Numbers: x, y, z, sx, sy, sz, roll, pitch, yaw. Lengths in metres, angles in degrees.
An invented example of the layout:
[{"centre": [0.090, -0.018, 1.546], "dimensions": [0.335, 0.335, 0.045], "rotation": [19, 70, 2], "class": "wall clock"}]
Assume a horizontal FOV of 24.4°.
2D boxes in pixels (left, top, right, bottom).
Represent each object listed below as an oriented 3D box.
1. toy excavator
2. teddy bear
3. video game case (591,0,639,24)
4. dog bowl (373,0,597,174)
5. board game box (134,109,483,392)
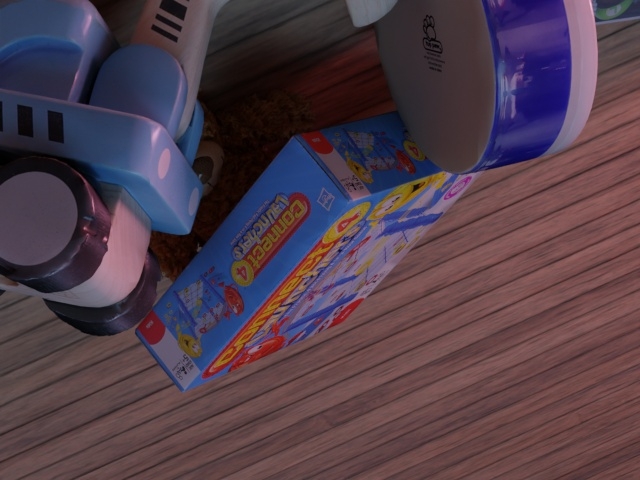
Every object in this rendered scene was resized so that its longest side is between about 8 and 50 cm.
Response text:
[{"centre": [-0.171, -0.147, 1.319], "dimensions": [0.433, 0.445, 0.222], "rotation": [11, 166, 12], "class": "toy excavator"}, {"centre": [-0.097, -0.051, 1.585], "dimensions": [0.245, 0.113, 0.338], "rotation": [-26, 147, -2], "class": "teddy bear"}, {"centre": [0.365, -0.308, 1.603], "dimensions": [0.190, 0.022, 0.173], "rotation": [-11, 145, -20], "class": "video game case"}, {"centre": [0.147, -0.199, 1.392], "dimensions": [0.104, 0.265, 0.265], "rotation": [-15, 146, -19], "class": "dog bowl"}, {"centre": [0.000, 0.000, 1.545], "dimensions": [0.302, 0.086, 0.308], "rotation": [-20, 156, -54], "class": "board game box"}]
